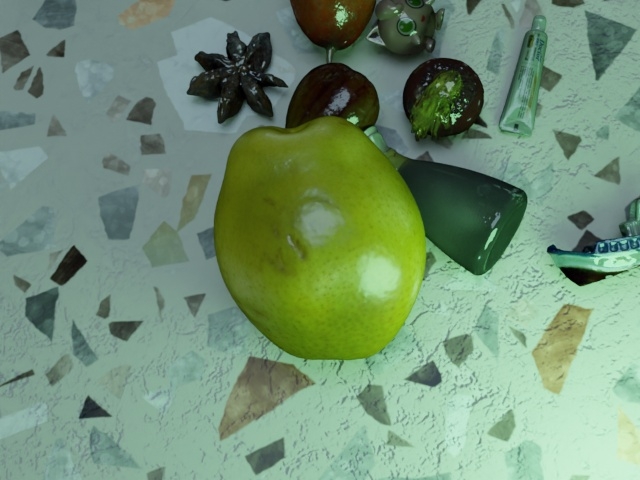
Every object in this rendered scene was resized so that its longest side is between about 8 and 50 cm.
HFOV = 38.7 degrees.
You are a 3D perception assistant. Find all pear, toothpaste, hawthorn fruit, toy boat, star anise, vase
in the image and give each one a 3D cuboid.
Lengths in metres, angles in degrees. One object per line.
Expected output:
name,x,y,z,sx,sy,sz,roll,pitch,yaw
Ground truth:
pear,0.000,0.000,1.538,0.362,0.362,0.419,-14,100,0
toothpaste,0.405,-0.325,1.786,0.067,0.037,0.256,14,77,3
hawthorn fruit,0.026,-0.466,1.787,0.199,0.199,0.251,0,85,5
toy boat,0.536,-0.004,1.625,0.262,0.114,0.115,-20,84,2
star anise,-0.174,-0.327,1.815,0.196,0.073,0.212,-17,69,-4
vase,0.201,-0.085,1.668,0.321,0.173,0.173,32,77,20

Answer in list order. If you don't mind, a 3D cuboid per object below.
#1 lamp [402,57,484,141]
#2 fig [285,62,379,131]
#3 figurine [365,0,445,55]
lamp,0.234,-0.276,1.732,0.156,0.135,0.157,-14,69,-1
fig,-0.006,-0.204,1.721,0.170,0.145,0.274,29,76,28
figurine,0.168,-0.427,1.793,0.138,0.125,0.125,21,75,5
